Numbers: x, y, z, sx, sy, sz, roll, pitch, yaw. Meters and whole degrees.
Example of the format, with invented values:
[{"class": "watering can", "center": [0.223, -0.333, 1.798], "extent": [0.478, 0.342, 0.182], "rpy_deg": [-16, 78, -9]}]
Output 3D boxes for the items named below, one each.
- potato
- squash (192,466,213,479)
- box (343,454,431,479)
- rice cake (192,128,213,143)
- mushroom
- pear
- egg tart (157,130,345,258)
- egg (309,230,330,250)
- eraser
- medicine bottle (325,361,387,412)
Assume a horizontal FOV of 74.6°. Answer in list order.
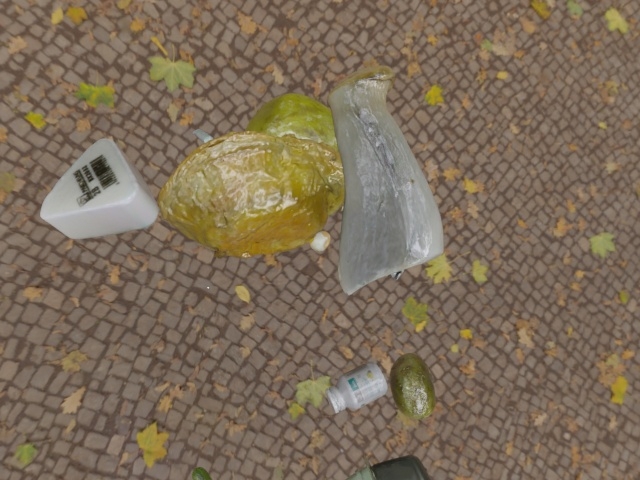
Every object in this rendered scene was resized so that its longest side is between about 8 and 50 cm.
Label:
[{"class": "potato", "center": [0.370, 0.575, 1.705], "extent": [0.173, 0.307, 0.210], "rpy_deg": [-25, 102, 12]}, {"class": "squash", "center": [-0.478, 1.075, 1.806], "extent": [0.066, 0.066, 0.229], "rpy_deg": [-40, 59, -16]}, {"class": "box", "center": [0.126, 0.465, 0.602], "extent": [0.166, 0.220, 0.290], "rpy_deg": [-25, 126, -4]}, {"class": "rice cake", "center": [-0.386, -0.340, 1.382], "extent": [0.033, 0.208, 0.033], "rpy_deg": [-39, 123, -7]}, {"class": "mushroom", "center": [0.076, -0.095, 0.619], "extent": [0.159, 0.122, 0.328], "rpy_deg": [-12, 84, -2]}, {"class": "pear", "center": [-0.055, -0.292, 1.293], "extent": [0.375, 0.287, 0.287], "rpy_deg": [24, 78, 7]}, {"class": "egg tart", "center": [-0.122, -0.055, 0.812], "extent": [0.352, 0.339, 0.153], "rpy_deg": [11, 52, -40]}, {"class": "egg", "center": [0.000, 0.000, 1.553], "extent": [0.071, 0.071, 0.083], "rpy_deg": [45, 77, -6]}, {"class": "eraser", "center": [-0.662, -0.144, 1.333], "extent": [0.332, 0.150, 0.331], "rpy_deg": [-4, 60, 8]}, {"class": "medicine bottle", "center": [0.131, 0.559, 1.582], "extent": [0.215, 0.135, 0.135], "rpy_deg": [-22, 90, -14]}]
